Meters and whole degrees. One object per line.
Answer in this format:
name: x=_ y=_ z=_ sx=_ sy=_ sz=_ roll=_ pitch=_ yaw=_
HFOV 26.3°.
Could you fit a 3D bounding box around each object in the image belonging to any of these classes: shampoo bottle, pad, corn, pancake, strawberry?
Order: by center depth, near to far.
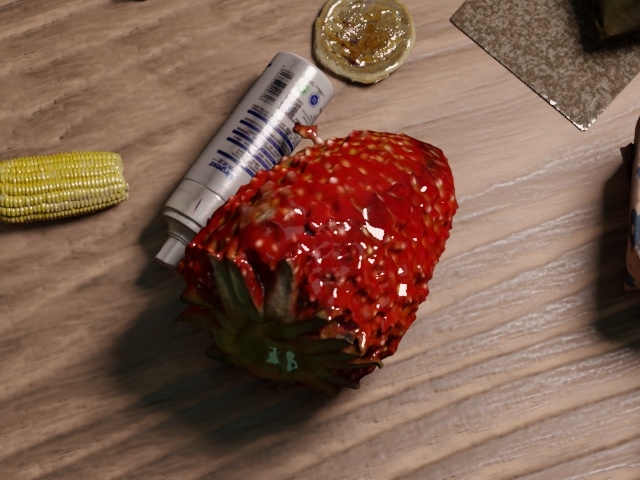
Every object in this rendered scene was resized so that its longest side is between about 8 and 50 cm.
strawberry: x=-0.002 y=-0.001 z=1.580 sx=0.292 sy=0.292 sz=0.343 roll=18 pitch=55 yaw=3
corn: x=-0.319 y=-0.068 z=1.676 sx=0.165 sy=0.063 sz=0.085 roll=-10 pitch=49 yaw=-8
shampoo bottle: x=-0.102 y=-0.090 z=1.677 sx=0.092 sy=0.092 sz=0.303 roll=33 pitch=75 yaw=8
pancake: x=0.056 y=-0.267 z=1.776 sx=0.139 sy=0.022 sz=0.139 roll=1 pitch=71 yaw=-2
pad: x=0.304 y=-0.269 z=1.797 sx=0.235 sy=0.003 sz=0.158 roll=41 pitch=75 yaw=10

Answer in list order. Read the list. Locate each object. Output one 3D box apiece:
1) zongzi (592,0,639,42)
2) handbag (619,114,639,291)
zongzi: x=0.471 y=-0.409 z=1.798 sx=0.317 sy=0.154 sz=0.289 roll=-6 pitch=68 yaw=-25
handbag: x=0.448 y=-0.044 z=1.634 sx=0.190 sy=0.193 sz=0.251 roll=8 pitch=74 yaw=6
